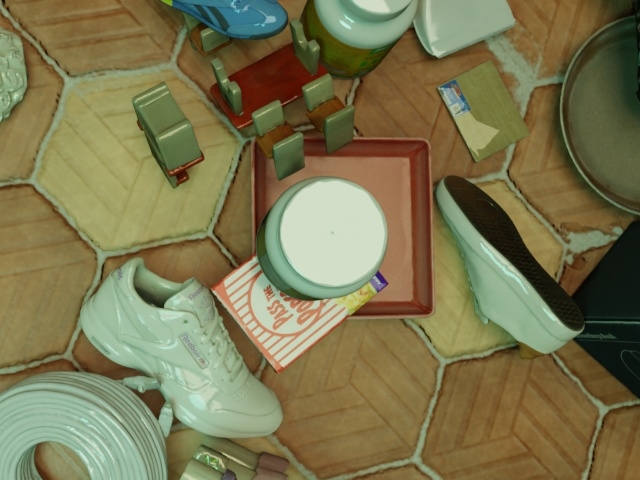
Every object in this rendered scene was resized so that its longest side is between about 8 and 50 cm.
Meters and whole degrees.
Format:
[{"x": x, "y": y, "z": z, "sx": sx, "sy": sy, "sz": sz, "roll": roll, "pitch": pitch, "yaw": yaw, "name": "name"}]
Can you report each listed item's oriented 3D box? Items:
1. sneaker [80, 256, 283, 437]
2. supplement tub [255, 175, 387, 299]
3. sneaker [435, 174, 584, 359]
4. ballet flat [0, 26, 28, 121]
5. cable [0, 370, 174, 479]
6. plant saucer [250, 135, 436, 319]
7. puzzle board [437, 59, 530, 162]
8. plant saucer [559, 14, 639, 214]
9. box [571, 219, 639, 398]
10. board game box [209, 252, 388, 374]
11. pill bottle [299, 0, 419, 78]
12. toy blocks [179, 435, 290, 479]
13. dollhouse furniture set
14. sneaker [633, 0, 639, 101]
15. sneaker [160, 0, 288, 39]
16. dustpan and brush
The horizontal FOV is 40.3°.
[{"x": -0.165, "y": 0.143, "z": 1.134, "sx": 0.305, "sy": 0.114, "sz": 0.152, "roll": 37, "pitch": 117, "yaw": -6, "name": "sneaker"}, {"x": 0.000, "y": 0.000, "z": 1.058, "sx": 0.144, "sy": 0.200, "sz": 0.144, "roll": 1, "pitch": 84, "yaw": -9, "name": "supplement tub"}, {"x": 0.236, "y": 0.044, "z": 1.241, "sx": 0.106, "sy": 0.123, "sz": 0.290, "roll": -14, "pitch": 64, "yaw": -46, "name": "sneaker"}, {"x": -0.558, "y": -0.151, "z": 1.108, "sx": 0.409, "sy": 0.147, "sz": 0.147, "roll": -33, "pitch": 91, "yaw": -11, "name": "ballet flat"}, {"x": -0.320, "y": 0.292, "z": 1.098, "sx": 0.257, "sy": 0.089, "sz": 0.257, "roll": 4, "pitch": 99, "yaw": 7, "name": "cable"}, {"x": 0.030, "y": -0.017, "z": 1.236, "sx": 0.259, "sy": 0.048, "sz": 0.258, "roll": -1, "pitch": 86, "yaw": -8, "name": "plant saucer"}, {"x": 0.243, "y": -0.193, "z": 1.302, "sx": 0.096, "sy": 0.011, "sz": 0.128, "roll": -28, "pitch": 90, "yaw": -9, "name": "puzzle board"}, {"x": 0.502, "y": -0.186, "z": 1.325, "sx": 0.311, "sy": 0.050, "sz": 0.310, "roll": 1, "pitch": 86, "yaw": -10, "name": "plant saucer"}, {"x": 0.578, "y": 0.161, "z": 1.187, "sx": 0.395, "sy": 0.293, "sz": 0.212, "roll": 41, "pitch": 80, "yaw": -5, "name": "box"}, {"x": -0.029, "y": 0.062, "z": 1.173, "sx": 0.193, "sy": 0.045, "sz": 0.146, "roll": -39, "pitch": 92, "yaw": -10, "name": "board game box"}, {"x": 0.052, "y": -0.310, "z": 1.160, "sx": 0.136, "sy": 0.246, "sz": 0.136, "roll": 1, "pitch": 86, "yaw": -9, "name": "pill bottle"}, {"x": -0.088, "y": 0.419, "z": 1.050, "sx": 0.260, "sy": 0.309, "sz": 0.288, "roll": 27, "pitch": 82, "yaw": 0, "name": "toy blocks"}, {"x": -0.114, "y": -0.188, "z": 1.176, "sx": 0.259, "sy": 0.135, "sz": 0.262, "roll": -29, "pitch": 68, "yaw": -11, "name": "dollhouse furniture set"}, {"x": 0.529, "y": -0.280, "z": 1.221, "sx": 0.202, "sy": 0.185, "sz": 0.482, "roll": -38, "pitch": 91, "yaw": -14, "name": "sneaker"}, {"x": -0.139, "y": -0.326, "z": 1.121, "sx": 0.209, "sy": 0.082, "sz": 0.069, "roll": 26, "pitch": 67, "yaw": 12, "name": "sneaker"}, {"x": 0.182, "y": -0.387, "z": 1.291, "sx": 0.147, "sy": 0.060, "sz": 0.211, "roll": -24, "pitch": 97, "yaw": -12, "name": "dustpan and brush"}]
